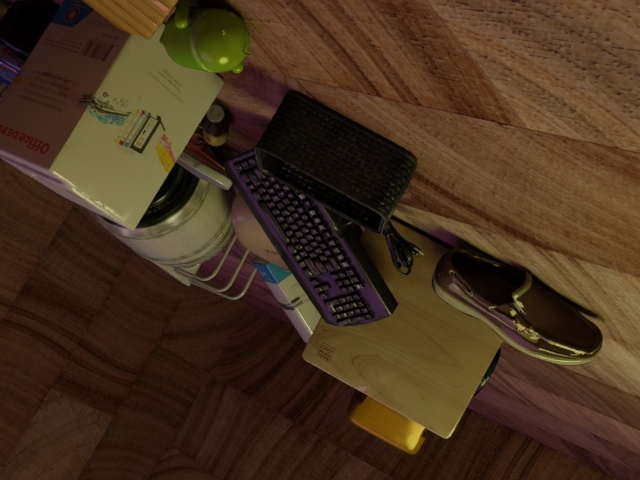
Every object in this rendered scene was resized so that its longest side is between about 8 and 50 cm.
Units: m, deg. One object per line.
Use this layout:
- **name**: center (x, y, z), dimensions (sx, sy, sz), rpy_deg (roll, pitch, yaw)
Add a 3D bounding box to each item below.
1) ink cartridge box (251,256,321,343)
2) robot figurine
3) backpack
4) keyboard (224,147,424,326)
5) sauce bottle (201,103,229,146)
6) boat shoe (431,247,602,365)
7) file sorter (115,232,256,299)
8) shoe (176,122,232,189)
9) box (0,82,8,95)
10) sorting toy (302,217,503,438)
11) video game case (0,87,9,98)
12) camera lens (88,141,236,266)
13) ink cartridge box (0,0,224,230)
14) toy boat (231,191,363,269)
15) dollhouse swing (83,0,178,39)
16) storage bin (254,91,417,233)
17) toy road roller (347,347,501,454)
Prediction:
- **ink cartridge box**: center (-0.012, 0.076, 1.889), dimensions (0.191, 0.139, 0.082), rpy_deg (59, 160, -18)
- **robot figurine**: center (-0.122, -0.214, 1.109), dimensions (0.115, 0.067, 0.101), rpy_deg (19, 167, 47)
- **backpack**: center (-0.395, -0.257, 1.513), dimensions (0.158, 0.117, 0.173), rpy_deg (31, 164, -10)
- **keyboard**: center (0.017, -0.014, 1.474), dimensions (0.201, 0.033, 0.317), rpy_deg (-21, 115, 29)
- **sauce bottle**: center (-0.153, -0.170, 1.521), dimensions (0.042, 0.042, 0.128), rpy_deg (29, 169, 1)
- **boat shoe**: center (0.277, 0.090, 1.457), dimensions (0.257, 0.095, 0.095), rpy_deg (24, 150, 9)
- **file sorter**: center (-0.251, -0.014, 2.187), dimensions (0.173, 0.193, 0.277), rpy_deg (20, 167, 30)
- **shoe**: center (-0.197, -0.154, 1.602), dimensions (0.178, 0.081, 0.063), rpy_deg (32, 171, 6)
- **box**: center (-0.668, -0.336, 1.608), dimensions (0.381, 0.191, 0.143), rpy_deg (39, 170, -2)
- **sorting toy**: center (0.146, 0.124, 1.600), dimensions (0.257, 0.255, 0.089), rpy_deg (28, -170, 9)
- **video game case**: center (-0.563, -0.298, 2.012), dimensions (0.269, 0.061, 0.244), rpy_deg (27, 172, 14)
- **camera lens**: center (-0.267, -0.082, 1.772), dimensions (0.219, 0.219, 0.274), rpy_deg (27, 170, 16)
- **ink cartridge box**: center (-0.278, -0.165, 1.326), dimensions (0.171, 0.233, 0.168), rpy_deg (22, 168, 40)
- **toy boat**: center (0.000, 0.000, 1.725), dimensions (0.267, 0.148, 0.318), rpy_deg (12, 153, 48)
- **dollhouse swing**: center (-0.342, -0.253, 0.967), dimensions (0.305, 0.315, 0.347), rpy_deg (52, 165, -11)
- **storage bin**: center (0.018, -0.094, 1.278), dimensions (0.180, 0.084, 0.122), rpy_deg (30, 171, 5)
- **toy road roller**: center (0.159, 0.218, 1.819), dimensions (0.202, 0.241, 0.329), rpy_deg (30, -171, -1)
